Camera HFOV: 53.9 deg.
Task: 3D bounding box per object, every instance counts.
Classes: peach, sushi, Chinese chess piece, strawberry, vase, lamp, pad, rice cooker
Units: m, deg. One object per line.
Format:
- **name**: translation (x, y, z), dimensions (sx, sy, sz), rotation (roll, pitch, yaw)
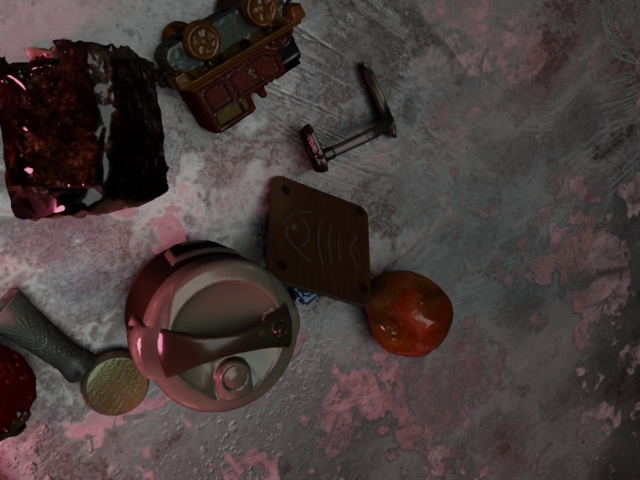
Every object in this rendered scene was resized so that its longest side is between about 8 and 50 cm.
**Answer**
- **peach**: translation (0.208, 0.180, 1.596), dimensions (0.235, 0.214, 0.214), rotation (34, 83, -8)
- **sushi**: translation (-0.434, -0.199, 1.166), dimensions (0.281, 0.299, 0.294), rotation (-7, 99, -5)
- **Chinese chess piece**: translation (-0.449, 0.310, 1.376), dimensions (0.144, 0.058, 0.144), rotation (-3, 98, -26)
- **strawberry**: translation (-0.682, 0.281, 1.166), dimensions (0.277, 0.257, 0.257), rotation (45, 78, -3)
- **vase**: translation (-0.566, 0.202, 1.286), dimensions (0.096, 0.096, 0.219), rotation (-48, 117, -12)
- **lamp**: translation (0.065, -0.299, 1.494), dimensions (0.283, 0.124, 0.203), rotation (-28, 99, -22)
- **pad**: translation (0.000, 0.000, 1.474), dimensions (0.284, 0.018, 0.286), rotation (19, 53, -27)
- **rice cooker**: translation (-0.233, 0.169, 1.306), dimensions (0.335, 0.325, 0.335), rotation (-4, 100, -25)

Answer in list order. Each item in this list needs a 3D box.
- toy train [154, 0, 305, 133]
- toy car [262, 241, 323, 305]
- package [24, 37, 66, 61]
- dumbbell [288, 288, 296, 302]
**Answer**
- **toy train**: translation (-0.196, -0.382, 1.335), dimensions (0.369, 0.163, 0.231), rotation (-37, 124, -16)
- **toy car**: translation (-0.077, 0.080, 1.472), dimensions (0.100, 0.097, 0.191), rotation (-39, 90, -6)
- **package**: translation (-0.535, -0.362, 1.245), dimensions (0.083, 0.029, 0.059), rotation (-18, 113, -11)
- **dumbbell**: translation (-0.063, 0.114, 1.541), dimensions (0.036, 0.040, 0.083), rotation (30, 84, 4)
